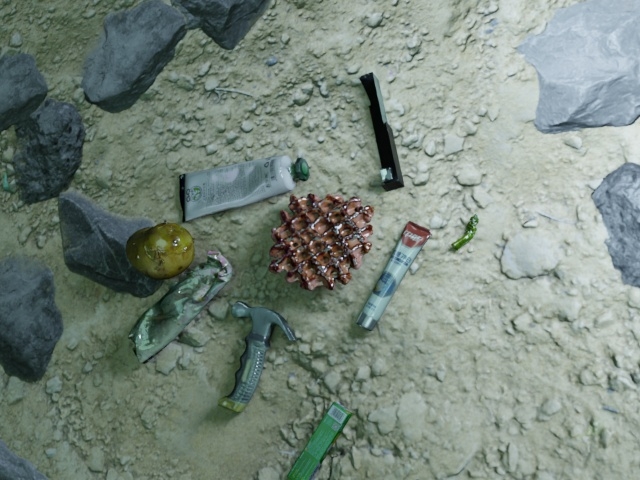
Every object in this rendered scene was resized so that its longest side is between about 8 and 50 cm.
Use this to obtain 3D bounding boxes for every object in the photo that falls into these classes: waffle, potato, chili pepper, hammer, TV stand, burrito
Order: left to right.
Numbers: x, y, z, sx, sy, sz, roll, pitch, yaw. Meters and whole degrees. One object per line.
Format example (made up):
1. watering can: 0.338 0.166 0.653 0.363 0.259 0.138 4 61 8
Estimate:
1. potato: -0.355 0.023 1.652 0.176 0.137 0.137 -1 74 55
2. burrito: -0.314 0.148 1.645 0.309 0.066 0.096 -45 64 7
3. hammer: -0.146 0.253 1.570 0.159 0.041 0.226 17 83 25
4. waffle: 0.000 0.000 1.540 0.221 0.055 0.234 6 60 15
5. TV stand: 0.128 -0.233 1.574 0.040 0.049 0.256 -16 73 18
6. chili pepper: 0.293 -0.015 1.474 0.027 0.022 0.083 36 96 23

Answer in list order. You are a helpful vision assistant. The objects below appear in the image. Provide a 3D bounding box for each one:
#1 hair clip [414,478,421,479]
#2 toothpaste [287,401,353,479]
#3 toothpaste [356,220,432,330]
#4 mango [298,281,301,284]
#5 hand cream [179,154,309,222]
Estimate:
1. hair clip: 0.149 0.502 1.248 0.138 0.321 0.091 42 128 22
2. toothpaste: -0.001 0.407 1.481 0.043 0.037 0.178 32 90 21
3. toothpaste: 0.146 0.073 1.503 0.062 0.039 0.239 28 87 31
4. mango: -0.007 0.067 1.557 0.089 0.046 0.060 -26 68 9
5. hand cream: -0.183 -0.126 1.668 0.336 0.076 0.121 -11 69 25
